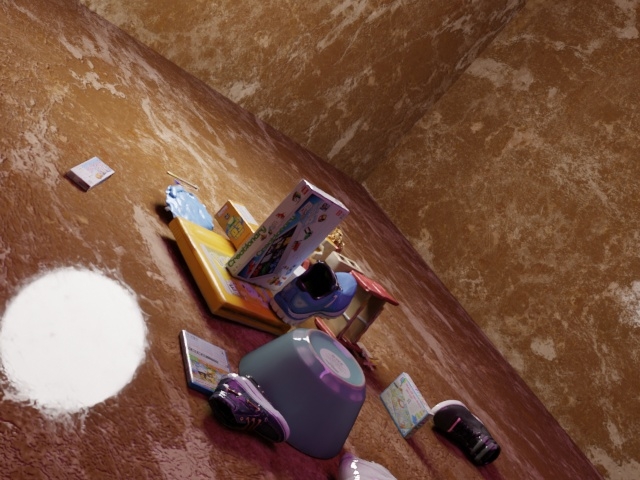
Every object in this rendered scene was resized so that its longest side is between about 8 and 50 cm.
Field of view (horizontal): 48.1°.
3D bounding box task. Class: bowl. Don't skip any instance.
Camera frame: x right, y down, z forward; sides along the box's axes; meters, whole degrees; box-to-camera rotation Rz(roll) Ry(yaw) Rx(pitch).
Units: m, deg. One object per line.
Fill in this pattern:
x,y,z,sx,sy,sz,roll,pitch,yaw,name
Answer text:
-0.016,0.318,1.631,0.311,0.163,0.311,39,14,-12,bowl

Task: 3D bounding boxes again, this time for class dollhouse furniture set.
0.048,0.148,2.247,0.152,0.201,0.374,28,14,-43,dollhouse furniture set

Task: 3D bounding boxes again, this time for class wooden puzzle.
0.130,0.344,2.244,0.078,0.014,0.116,34,16,-46,wooden puzzle

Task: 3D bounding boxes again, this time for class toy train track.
0.141,0.363,2.183,0.048,0.014,0.083,10,42,-36,toy train track

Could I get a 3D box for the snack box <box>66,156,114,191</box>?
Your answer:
-0.581,-0.170,1.822,0.064,0.022,0.178,40,15,-8,snack box

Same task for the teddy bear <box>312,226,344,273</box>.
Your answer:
0.000,0.000,2.462,0.113,0.338,0.245,-20,32,-34,teddy bear

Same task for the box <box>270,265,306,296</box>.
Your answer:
-0.091,0.125,2.108,0.087,0.102,0.101,40,14,0,box

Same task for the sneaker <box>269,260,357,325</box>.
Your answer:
0.013,0.134,1.951,0.130,0.147,0.330,50,29,16,sneaker

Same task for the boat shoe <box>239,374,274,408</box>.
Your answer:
-0.123,0.337,1.486,0.142,0.049,0.040,52,24,6,boat shoe

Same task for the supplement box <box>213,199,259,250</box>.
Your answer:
-0.205,-0.008,2.029,0.233,0.078,0.080,51,17,29,supplement box

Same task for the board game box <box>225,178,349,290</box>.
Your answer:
-0.083,-0.006,1.881,0.053,0.305,0.193,51,13,33,board game box

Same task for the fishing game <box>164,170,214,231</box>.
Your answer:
-0.374,-0.073,2.025,0.189,0.041,0.264,24,37,-55,fishing game

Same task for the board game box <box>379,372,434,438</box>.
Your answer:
0.239,0.461,2.009,0.026,0.103,0.154,30,20,-41,board game box

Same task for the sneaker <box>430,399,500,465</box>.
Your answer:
0.453,0.591,2.191,0.295,0.104,0.147,37,10,-38,sneaker

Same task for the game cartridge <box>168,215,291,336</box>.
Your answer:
-0.235,0.093,1.881,0.285,0.052,0.324,29,23,-51,game cartridge

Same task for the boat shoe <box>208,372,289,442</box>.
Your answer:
-0.144,0.351,1.416,0.183,0.065,0.083,45,31,-6,boat shoe

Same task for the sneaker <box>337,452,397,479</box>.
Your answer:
0.161,0.547,1.527,0.305,0.114,0.152,37,17,-22,sneaker

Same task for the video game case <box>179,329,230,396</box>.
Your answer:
-0.235,0.265,1.497,0.119,0.015,0.166,34,16,-33,video game case
